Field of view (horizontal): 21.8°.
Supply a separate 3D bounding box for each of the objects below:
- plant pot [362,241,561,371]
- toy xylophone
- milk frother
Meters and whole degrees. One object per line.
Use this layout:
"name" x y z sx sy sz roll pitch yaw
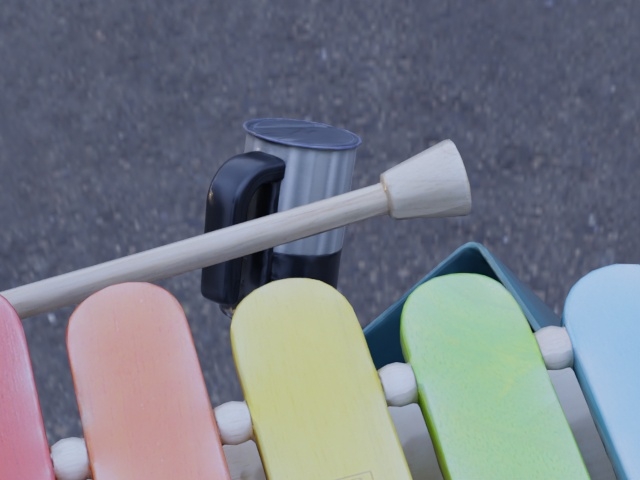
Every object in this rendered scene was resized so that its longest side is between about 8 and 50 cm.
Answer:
"plant pot" 0.108 0.144 0.856 0.165 0.234 0.166 -41 55 13
"toy xylophone" -0.008 0.068 0.516 0.322 0.081 0.236 -19 58 -13
"milk frother" 0.000 0.000 1.125 0.143 0.135 0.129 12 16 16
